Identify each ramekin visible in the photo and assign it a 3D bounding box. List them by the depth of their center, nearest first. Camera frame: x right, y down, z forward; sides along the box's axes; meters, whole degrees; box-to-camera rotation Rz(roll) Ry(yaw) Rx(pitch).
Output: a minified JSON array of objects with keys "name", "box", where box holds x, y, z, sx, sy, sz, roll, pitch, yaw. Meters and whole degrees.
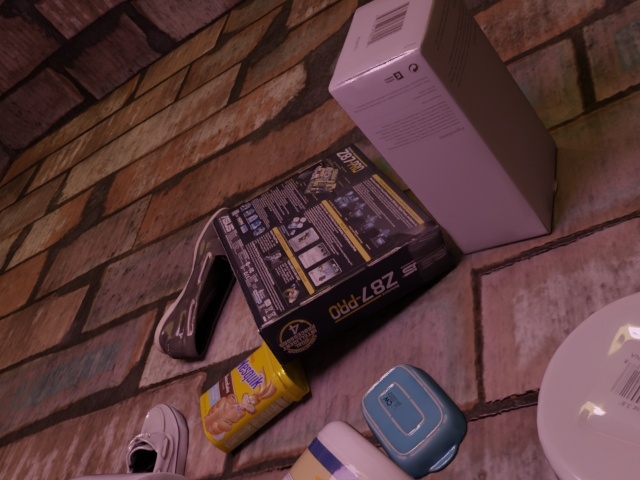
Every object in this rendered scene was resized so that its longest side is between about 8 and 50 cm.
[{"name":"ramekin","box":[0.348,0.176,0.731,0.277,0.135,0.277,-29,35,22]}]

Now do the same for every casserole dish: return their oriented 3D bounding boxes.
[{"name":"casserole dish","box":[0.117,0.234,1.019,0.114,0.037,0.188,-43,31,0]}]

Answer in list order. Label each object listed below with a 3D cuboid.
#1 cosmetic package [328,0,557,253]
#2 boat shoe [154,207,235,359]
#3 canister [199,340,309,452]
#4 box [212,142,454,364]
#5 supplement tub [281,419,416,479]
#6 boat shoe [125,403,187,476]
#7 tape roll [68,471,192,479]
[{"name":"cosmetic package","box":[0.194,-0.173,1.091,0.155,0.365,0.197,-17,40,36]},{"name":"boat shoe","box":[-0.213,0.087,1.511,0.095,0.112,0.335,8,62,31]},{"name":"canister","box":[-0.111,0.249,1.225,0.170,0.073,0.126,-40,32,9]},{"name":"box","box":[0.000,0.000,1.302,0.318,0.097,0.395,-31,32,-3]},{"name":"supplement tub","box":[0.002,0.379,0.797,0.316,0.228,0.228,-50,32,-9]},{"name":"boat shoe","box":[-0.282,0.363,1.272,0.095,0.084,0.258,-38,32,10]},{"name":"tape roll","box":[-0.268,0.439,1.018,0.169,0.246,0.246,-14,42,38]}]
